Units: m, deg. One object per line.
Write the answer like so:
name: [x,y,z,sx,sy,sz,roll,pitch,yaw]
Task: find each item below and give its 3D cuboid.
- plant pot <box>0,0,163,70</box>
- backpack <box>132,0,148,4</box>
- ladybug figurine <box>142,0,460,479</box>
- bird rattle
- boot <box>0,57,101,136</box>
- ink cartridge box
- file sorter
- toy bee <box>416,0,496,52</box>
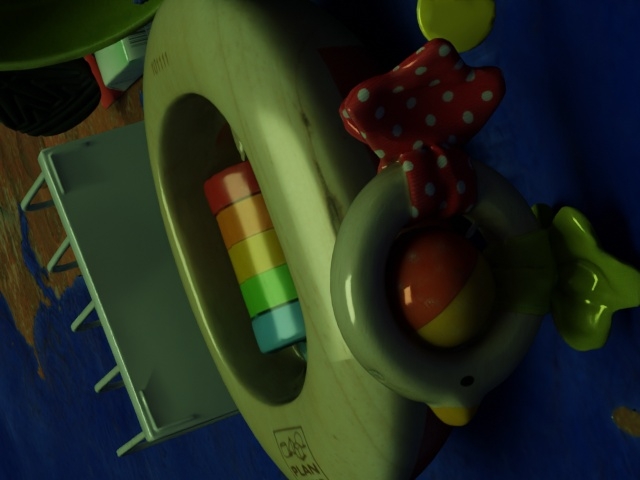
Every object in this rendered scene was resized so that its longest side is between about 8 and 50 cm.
plant pot: [-0.295,-0.401,1.626,0.366,0.366,0.353,100,153,-44]
backpack: [-0.110,-0.306,1.342,0.263,0.213,0.276,-110,8,-46]
ladybug figurine: [0.000,0.000,1.470,0.305,0.162,0.449,-20,87,63]
bird rattle: [0.091,0.003,1.225,0.143,0.207,0.253,4,144,51]
boot: [-0.374,-0.267,1.870,0.348,0.131,0.260,40,-158,-60]
ink cartridge box: [-0.238,-0.240,1.900,0.224,0.056,0.181,-27,82,61]
file sorter: [-0.141,0.043,1.739,0.278,0.192,0.173,67,156,9]
toy bee: [0.055,-0.213,1.239,0.195,0.162,0.298,65,153,10]
